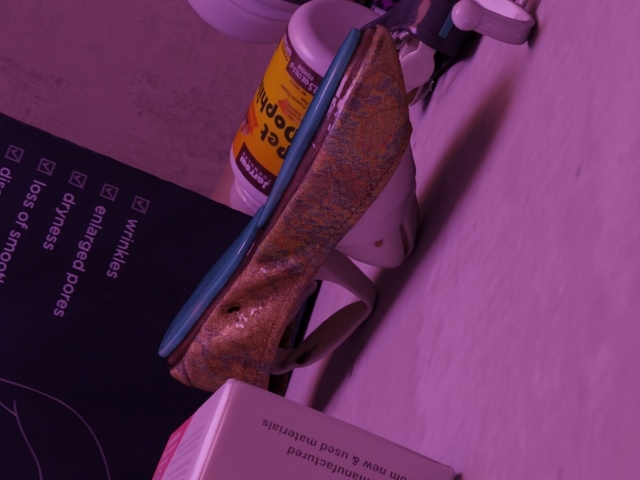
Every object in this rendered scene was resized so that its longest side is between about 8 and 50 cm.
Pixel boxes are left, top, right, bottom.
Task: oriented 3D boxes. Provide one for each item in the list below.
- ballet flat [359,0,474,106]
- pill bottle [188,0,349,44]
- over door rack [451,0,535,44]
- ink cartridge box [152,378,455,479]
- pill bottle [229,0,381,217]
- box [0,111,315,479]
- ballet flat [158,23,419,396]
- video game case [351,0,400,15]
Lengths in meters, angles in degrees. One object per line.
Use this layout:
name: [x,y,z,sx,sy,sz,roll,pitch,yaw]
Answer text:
ballet flat: [0.064,-0.140,1.127,0.203,0.074,0.074,146,146,-73]
pill bottle: [0.002,-0.346,1.432,0.361,0.204,0.204,-37,30,55]
over door rack: [0.075,-0.300,0.938,0.240,0.108,0.324,-63,37,24]
ink cartridge box: [-0.059,0.228,0.706,0.207,0.117,0.283,134,158,-70]
pill bottle: [-0.008,-0.103,1.335,0.117,0.117,0.215,-76,11,-50]
box: [-0.307,0.164,1.301,0.297,0.471,0.480,123,167,-61]
ballet flat: [0.000,0.000,0.996,0.348,0.123,0.123,-56,13,43]
video game case: [0.061,-0.265,1.615,0.210,0.041,0.232,124,166,-54]
